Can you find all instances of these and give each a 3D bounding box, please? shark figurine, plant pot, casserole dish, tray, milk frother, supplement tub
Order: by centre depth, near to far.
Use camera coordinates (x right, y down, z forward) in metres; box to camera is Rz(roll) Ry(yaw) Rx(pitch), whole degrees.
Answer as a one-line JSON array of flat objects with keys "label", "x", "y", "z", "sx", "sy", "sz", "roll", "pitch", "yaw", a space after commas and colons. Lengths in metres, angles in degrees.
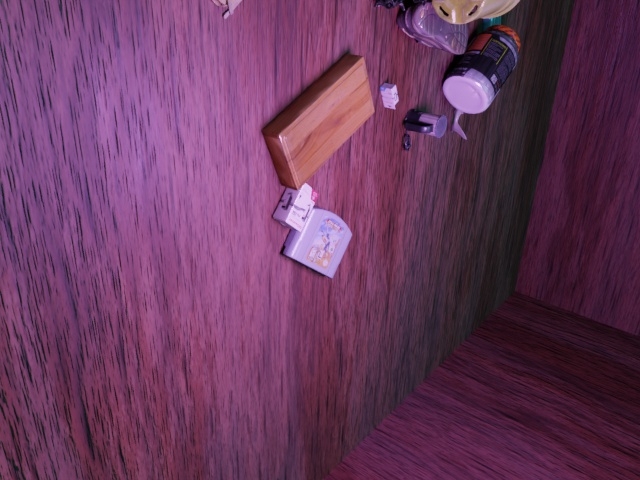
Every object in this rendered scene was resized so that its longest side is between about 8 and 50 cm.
[{"label": "tray", "x": 0.009, "y": -0.357, "z": 1.754, "sx": 0.411, "sy": 0.076, "sz": 0.202, "roll": -48, "pitch": 141, "yaw": -27}, {"label": "plant pot", "x": 0.482, "y": -0.812, "z": 1.868, "sx": 0.254, "sy": 0.276, "sz": 0.276, "roll": -43, "pitch": 139, "yaw": -40}, {"label": "milk frother", "x": 0.382, "y": -0.401, "z": 2.198, "sx": 0.129, "sy": 0.135, "sz": 0.143, "roll": -44, "pitch": 139, "yaw": -31}, {"label": "supplement tub", "x": 0.651, "y": -0.689, "z": 2.352, "sx": 0.338, "sy": 0.207, "sz": 0.207, "roll": -54, "pitch": 144, "yaw": -20}, {"label": "shark figurine", "x": 0.635, "y": -0.576, "z": 2.480, "sx": 0.278, "sy": 0.116, "sz": 0.166, "roll": -56, "pitch": 143, "yaw": -21}, {"label": "casserole dish", "x": 0.730, "y": -0.906, "z": 2.499, "sx": 0.114, "sy": 0.037, "sz": 0.188, "roll": -42, "pitch": 139, "yaw": -33}]

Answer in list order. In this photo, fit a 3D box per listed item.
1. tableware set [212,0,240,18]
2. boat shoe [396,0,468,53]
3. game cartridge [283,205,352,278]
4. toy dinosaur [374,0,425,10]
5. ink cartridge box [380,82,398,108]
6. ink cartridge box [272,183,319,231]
[{"label": "tableware set", "x": -0.187, "y": -0.621, "z": 1.365, "sx": 0.194, "sy": 0.039, "sz": 0.128, "roll": -57, "pitch": 145, "yaw": -18}, {"label": "boat shoe", "x": 0.392, "y": -0.737, "z": 2.036, "sx": 0.355, "sy": 0.130, "sz": 0.132, "roll": 7, "pitch": 99, "yaw": -50}, {"label": "game cartridge", "x": 0.000, "y": 0.000, "z": 1.957, "sx": 0.297, "sy": 0.062, "sz": 0.198, "roll": 31, "pitch": 86, "yaw": -56}, {"label": "toy dinosaur", "x": 0.261, "y": -0.833, "z": 1.794, "sx": 0.322, "sy": 0.164, "sz": 0.218, "roll": -5, "pitch": 96, "yaw": -31}, {"label": "ink cartridge box", "x": 0.238, "y": -0.496, "z": 2.020, "sx": 0.028, "sy": 0.048, "sz": 0.083, "roll": -50, "pitch": 143, "yaw": -26}, {"label": "ink cartridge box", "x": -0.074, "y": -0.106, "z": 1.789, "sx": 0.099, "sy": 0.056, "sz": 0.135, "roll": 34, "pitch": 79, "yaw": -57}]
